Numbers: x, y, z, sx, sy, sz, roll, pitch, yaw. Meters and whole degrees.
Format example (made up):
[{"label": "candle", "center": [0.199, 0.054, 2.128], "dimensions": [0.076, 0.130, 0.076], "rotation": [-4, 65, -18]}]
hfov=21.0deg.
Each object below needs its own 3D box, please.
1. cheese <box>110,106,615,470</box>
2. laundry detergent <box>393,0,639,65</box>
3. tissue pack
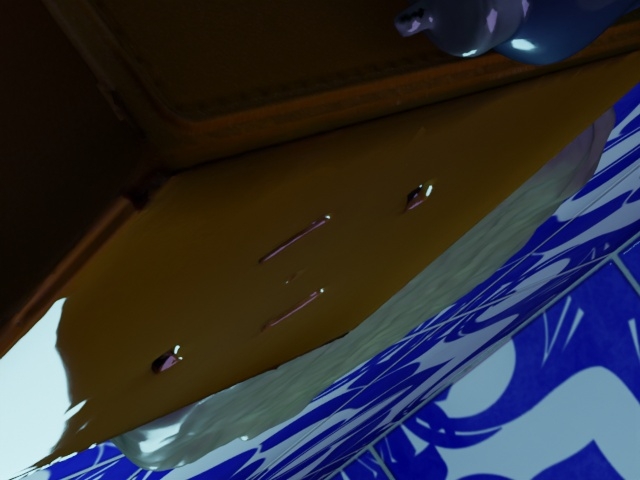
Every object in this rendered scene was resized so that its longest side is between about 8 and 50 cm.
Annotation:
[{"label": "cheese", "center": [0.000, 0.000, 0.905], "dimensions": [0.318, 0.115, 0.326], "rotation": [-30, 169, -23]}, {"label": "laundry detergent", "center": [0.101, -0.104, 0.458], "dimensions": [0.206, 0.061, 0.096], "rotation": [-31, 173, -25]}, {"label": "tissue pack", "center": [-0.048, -0.042, 0.528], "dimensions": [0.194, 0.145, 0.274], "rotation": [-45, 164, 34]}]
